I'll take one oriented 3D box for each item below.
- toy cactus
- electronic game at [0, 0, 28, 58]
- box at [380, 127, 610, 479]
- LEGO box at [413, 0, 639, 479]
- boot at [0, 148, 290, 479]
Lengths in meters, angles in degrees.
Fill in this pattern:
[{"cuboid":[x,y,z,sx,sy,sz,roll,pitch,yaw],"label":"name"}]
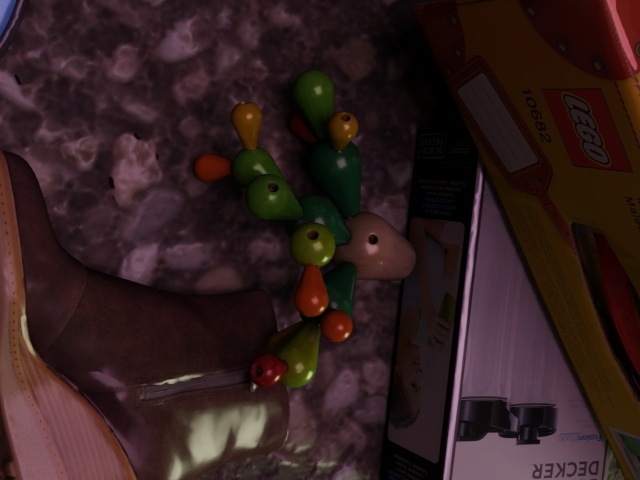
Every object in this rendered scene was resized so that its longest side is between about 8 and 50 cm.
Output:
[{"cuboid":[0.000,0.000,0.672,0.180,0.112,0.218,22,57,-52],"label":"toy cactus"},{"cuboid":[-0.274,-0.171,0.529,0.229,0.048,0.229,-3,97,-28],"label":"electronic game"},{"cuboid":[0.152,0.064,0.763,0.169,0.087,0.289,6,93,-28],"label":"box"},{"cuboid":[0.350,-0.031,0.680,0.372,0.193,0.500,-33,109,-15],"label":"LEGO box"},{"cuboid":[-0.125,0.052,0.632,0.207,0.090,0.248,-14,97,-41],"label":"boot"}]
